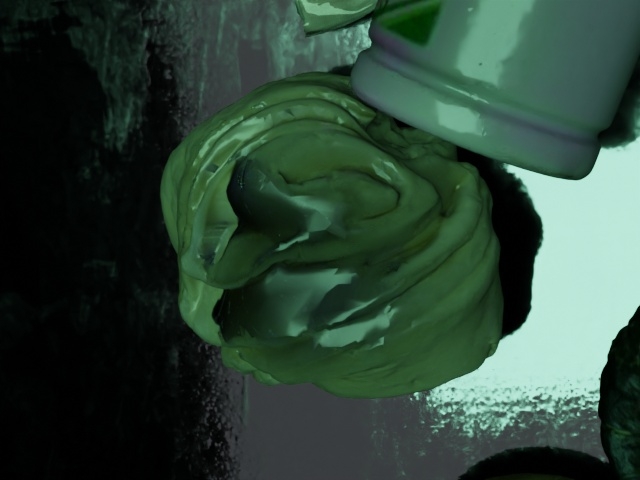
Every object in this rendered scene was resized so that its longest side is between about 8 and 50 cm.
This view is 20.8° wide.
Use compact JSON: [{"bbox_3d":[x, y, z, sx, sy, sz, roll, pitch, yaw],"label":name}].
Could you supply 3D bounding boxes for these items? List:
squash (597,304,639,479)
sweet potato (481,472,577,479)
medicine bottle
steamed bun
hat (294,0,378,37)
[{"bbox_3d":[0.347,0.138,1.385,0.252,0.165,0.252,4,104,18],"label":"squash"},{"bbox_3d":[0.143,0.276,1.519,0.310,0.098,0.124,-33,109,19],"label":"sweet potato"},{"bbox_3d":[0.172,-0.230,1.348,0.212,0.212,0.325,24,103,14],"label":"medicine bottle"},{"bbox_3d":[0.000,0.000,1.463,0.320,0.206,0.275,12,101,13],"label":"steamed bun"},{"bbox_3d":[-0.017,-0.314,1.469,0.164,0.219,0.226,-18,57,-12],"label":"hat"}]
